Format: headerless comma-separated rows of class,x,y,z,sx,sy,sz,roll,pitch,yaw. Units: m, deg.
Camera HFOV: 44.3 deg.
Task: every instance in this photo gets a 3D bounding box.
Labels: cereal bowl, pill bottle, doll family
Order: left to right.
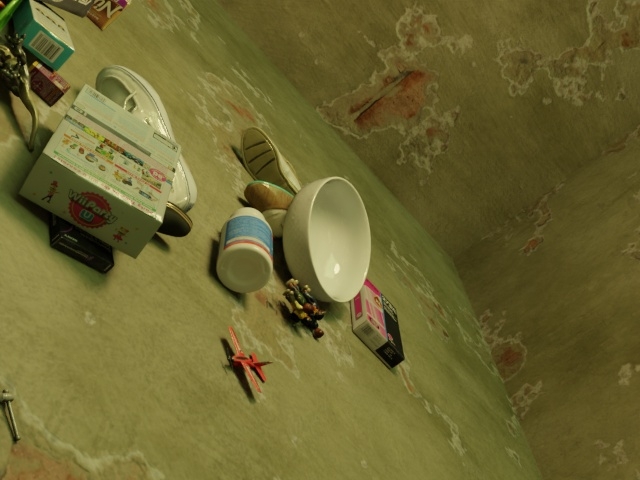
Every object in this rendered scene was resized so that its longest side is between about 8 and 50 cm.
pill bottle,-0.169,0.012,1.784,0.124,0.124,0.221,45,18,-24
doll family,-0.033,0.172,1.917,0.111,0.076,0.193,55,13,26
cereal bowl,0.000,0.000,2.123,0.339,0.141,0.339,5,84,-58

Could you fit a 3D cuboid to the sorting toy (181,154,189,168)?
sorting toy,-0.407,-0.242,1.844,0.208,0.038,0.193,60,17,10

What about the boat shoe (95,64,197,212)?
boat shoe,-0.401,-0.214,1.652,0.367,0.136,0.156,65,21,7

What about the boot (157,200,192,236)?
boot,-0.336,-0.021,1.516,0.198,0.077,0.137,25,33,-32

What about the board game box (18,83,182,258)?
board game box,-0.380,-0.132,1.412,0.224,0.097,0.303,32,25,-19

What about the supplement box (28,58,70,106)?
supplement box,-0.553,-0.319,1.580,0.083,0.043,0.055,45,17,-21

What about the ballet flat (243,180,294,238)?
ballet flat,-0.090,-0.046,2.204,0.342,0.116,0.124,38,40,-51

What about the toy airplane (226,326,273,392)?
toy airplane,-0.143,0.239,1.547,0.151,0.028,0.151,48,18,-20

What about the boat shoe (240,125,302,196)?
boat shoe,-0.142,-0.207,2.377,0.302,0.113,0.103,61,14,-7

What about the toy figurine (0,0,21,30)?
toy figurine,-0.614,-0.422,1.342,0.159,0.130,0.173,40,-8,-22

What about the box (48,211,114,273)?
box,-0.416,-0.028,1.360,0.116,0.029,0.162,36,24,-44

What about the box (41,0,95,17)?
box,-0.694,-0.638,1.658,0.318,0.097,0.395,39,13,12

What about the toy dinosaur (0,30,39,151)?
toy dinosaur,-0.553,-0.299,1.430,0.268,0.064,0.118,62,-26,28

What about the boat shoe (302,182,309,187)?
boat shoe,-0.003,-0.114,2.621,0.184,0.063,0.066,50,16,-6

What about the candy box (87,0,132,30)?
candy box,-0.600,-0.656,2.051,0.187,0.109,0.053,45,18,-26

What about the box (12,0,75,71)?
box,-0.583,-0.442,1.640,0.100,0.060,0.244,38,9,-36

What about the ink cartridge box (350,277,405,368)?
ink cartridge box,0.164,0.220,2.385,0.176,0.069,0.371,47,15,-19

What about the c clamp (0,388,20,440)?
c clamp,-0.429,0.166,0.925,0.161,0.022,0.137,29,28,-55
